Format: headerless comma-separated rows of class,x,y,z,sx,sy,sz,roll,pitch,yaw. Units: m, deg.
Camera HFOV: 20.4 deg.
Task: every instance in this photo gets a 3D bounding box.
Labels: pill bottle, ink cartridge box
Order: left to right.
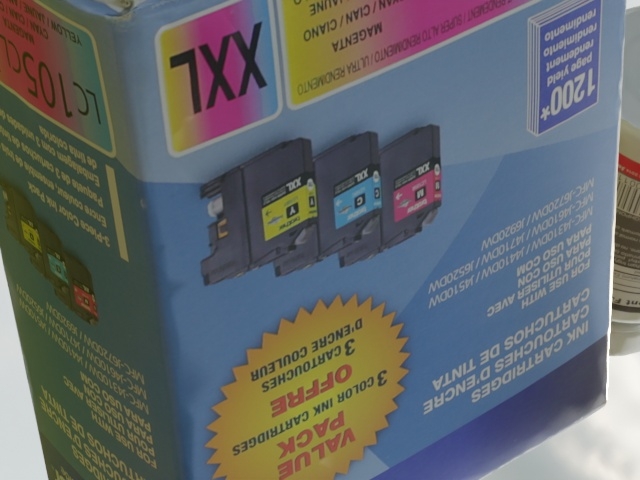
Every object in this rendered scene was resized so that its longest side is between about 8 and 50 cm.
ink cartridge box,0.000,0.000,0.843,0.151,0.270,0.395,37,-37,41
pill bottle,0.280,-0.039,1.565,0.176,0.176,0.318,46,-29,26
